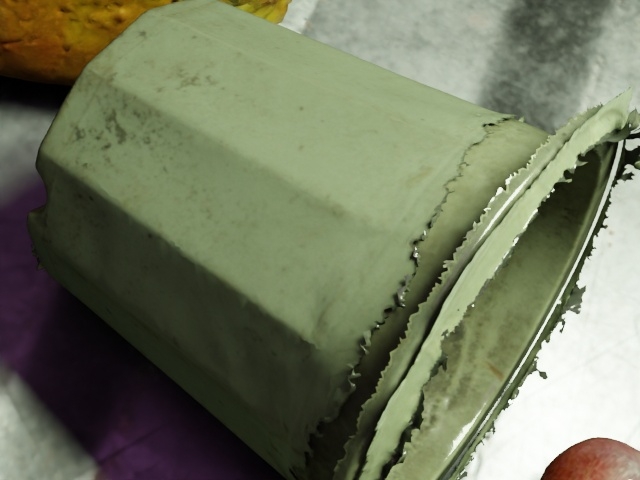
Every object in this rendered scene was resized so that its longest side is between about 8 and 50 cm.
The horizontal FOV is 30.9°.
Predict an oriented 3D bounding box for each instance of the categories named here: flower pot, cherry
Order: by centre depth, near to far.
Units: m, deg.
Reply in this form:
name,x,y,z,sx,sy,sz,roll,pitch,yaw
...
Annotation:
name,x,y,z,sx,sy,sz,roll,pitch,yaw
flower pot,0.000,0.000,0.637,0.259,0.290,0.290,32,64,21
cherry,0.172,0.174,0.661,0.106,0.087,0.126,14,61,3

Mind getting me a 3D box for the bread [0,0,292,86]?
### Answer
name,x,y,z,sx,sy,sz,roll,pitch,yaw
bread,-0.128,-0.187,0.734,0.250,0.179,0.133,-5,58,-21
